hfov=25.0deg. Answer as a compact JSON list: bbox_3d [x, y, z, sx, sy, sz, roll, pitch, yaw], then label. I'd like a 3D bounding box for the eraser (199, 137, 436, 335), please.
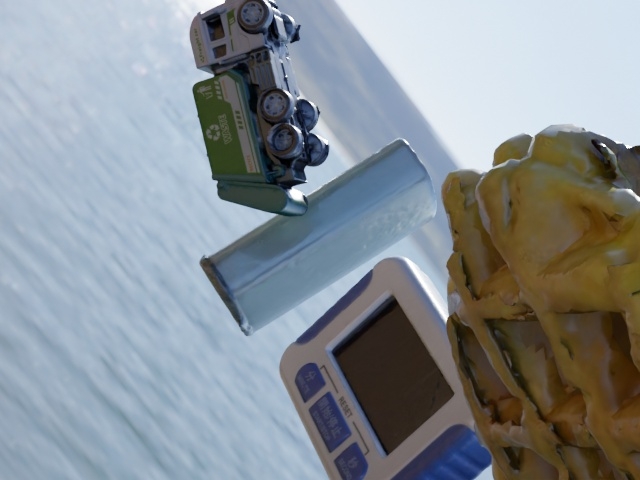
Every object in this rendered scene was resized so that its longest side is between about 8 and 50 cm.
[{"bbox_3d":[0.000,0.000,1.790,0.104,0.290,0.189,56,-6,20],"label":"eraser"}]

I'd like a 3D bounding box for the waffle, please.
[{"bbox_3d":[0.175,0.132,0.617,0.382,0.095,0.379,45,-21,47],"label":"waffle"}]

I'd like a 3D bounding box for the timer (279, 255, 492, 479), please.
[{"bbox_3d":[0.072,0.146,1.347,0.078,0.178,0.253,39,14,-38],"label":"timer"}]

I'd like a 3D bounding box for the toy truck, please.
[{"bbox_3d":[-0.071,-0.149,1.631,0.114,0.124,0.253,10,64,-72],"label":"toy truck"}]
